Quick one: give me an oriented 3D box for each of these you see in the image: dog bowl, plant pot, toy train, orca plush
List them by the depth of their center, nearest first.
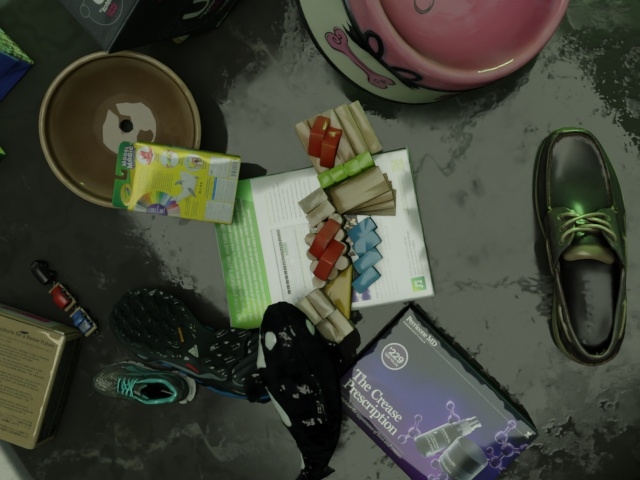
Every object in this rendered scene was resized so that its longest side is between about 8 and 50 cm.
[{"bbox_3d":[0.171,-0.386,1.156,0.407,0.150,0.408,-6,105,-23],"label":"dog bowl"},{"bbox_3d":[-0.026,0.233,1.180,0.151,0.102,0.288,0,103,-15],"label":"orca plush"},{"bbox_3d":[-0.303,-0.173,1.319,0.237,0.110,0.238,-1,100,-7],"label":"plant pot"},{"bbox_3d":[-0.416,0.093,1.384,0.027,0.036,0.158,-43,85,5],"label":"toy train"}]

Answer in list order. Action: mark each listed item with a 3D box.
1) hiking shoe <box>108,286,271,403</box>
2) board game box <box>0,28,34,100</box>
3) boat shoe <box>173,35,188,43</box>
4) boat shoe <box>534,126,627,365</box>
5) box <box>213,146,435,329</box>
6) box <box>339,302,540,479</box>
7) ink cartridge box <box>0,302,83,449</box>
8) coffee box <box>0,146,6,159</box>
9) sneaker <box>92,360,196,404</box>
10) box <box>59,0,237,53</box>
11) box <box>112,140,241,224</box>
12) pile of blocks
[{"bbox_3d":[-0.199,0.175,1.318,0.304,0.132,0.113,22,60,27],"label":"hiking shoe"},{"bbox_3d":[-0.658,-0.311,1.362,0.232,0.141,0.291,-45,85,5],"label":"board game box"},{"bbox_3d":[-0.256,-0.371,1.358,0.045,0.050,0.135,-45,77,30],"label":"boat shoe"},{"bbox_3d":[0.391,0.007,1.234,0.132,0.130,0.356,-9,89,7],"label":"boat shoe"},{"bbox_3d":[0.000,0.000,1.323,0.321,0.058,0.233,-10,89,6],"label":"box"},{"bbox_3d":[0.166,0.251,1.280,0.261,0.103,0.184,44,92,5],"label":"box"},{"bbox_3d":[-0.524,0.203,1.372,0.234,0.088,0.193,17,91,8],"label":"ink cartridge box"},{"bbox_3d":[-0.606,-0.099,1.372,0.184,0.113,0.040,-41,82,7],"label":"coffee box"},{"bbox_3d":[-0.284,0.228,1.348,0.166,0.076,0.065,2,89,7],"label":"sneaker"},{"bbox_3d":[-0.226,-0.392,1.224,0.143,0.270,0.165,48,127,5],"label":"box"},{"bbox_3d":[-0.214,-0.087,1.272,0.179,0.043,0.105,8,100,-11],"label":"box"},{"bbox_3d":[0.035,-0.026,1.233,0.148,0.112,0.363,-2,90,7],"label":"pile of blocks"}]
